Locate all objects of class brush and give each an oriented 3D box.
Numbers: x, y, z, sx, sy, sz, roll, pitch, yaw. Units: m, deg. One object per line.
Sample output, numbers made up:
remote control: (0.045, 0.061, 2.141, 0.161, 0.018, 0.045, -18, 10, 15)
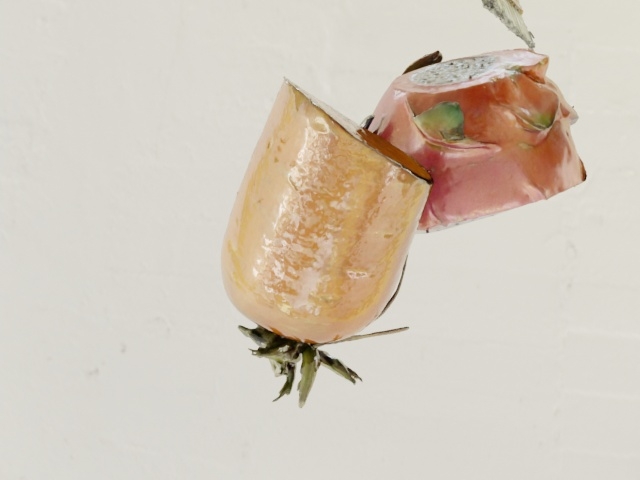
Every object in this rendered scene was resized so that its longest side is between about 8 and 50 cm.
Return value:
brush: (0.172, -0.323, 1.221, 0.017, 0.090, 0.314, -34, -140, 25)

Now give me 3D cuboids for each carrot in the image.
carrot: (0.000, 0.000, 1.187, 0.214, 0.331, 0.193, -5, -146, -47)

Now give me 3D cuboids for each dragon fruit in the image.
dragon fruit: (0.167, -0.128, 1.348, 0.291, 0.189, 0.290, -16, -167, 4)
